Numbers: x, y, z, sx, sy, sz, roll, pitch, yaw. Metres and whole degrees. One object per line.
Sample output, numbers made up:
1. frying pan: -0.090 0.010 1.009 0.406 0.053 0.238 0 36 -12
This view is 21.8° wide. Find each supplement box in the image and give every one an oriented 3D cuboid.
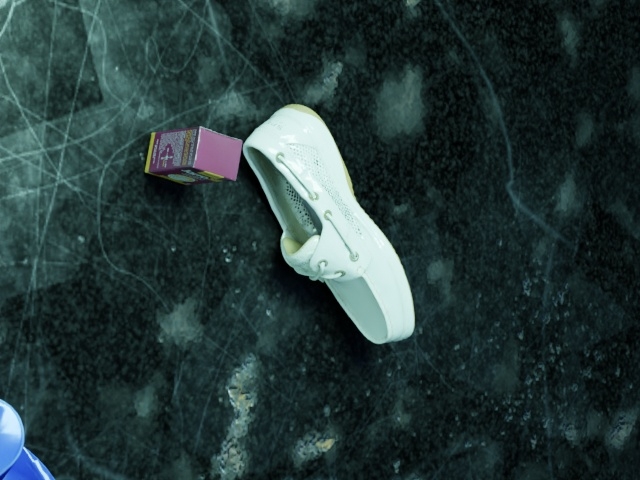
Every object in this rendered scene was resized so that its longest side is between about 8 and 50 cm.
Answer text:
1. supplement box: -0.124 -0.082 1.625 0.055 0.083 0.043 18 77 -38

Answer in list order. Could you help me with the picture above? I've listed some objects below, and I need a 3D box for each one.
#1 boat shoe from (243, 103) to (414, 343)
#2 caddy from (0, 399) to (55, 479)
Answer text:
1. boat shoe: 0.000 0.000 1.727 0.096 0.098 0.277 -37 102 -35
2. caddy: -0.341 0.283 1.370 0.341 0.179 0.241 -39 89 -35
